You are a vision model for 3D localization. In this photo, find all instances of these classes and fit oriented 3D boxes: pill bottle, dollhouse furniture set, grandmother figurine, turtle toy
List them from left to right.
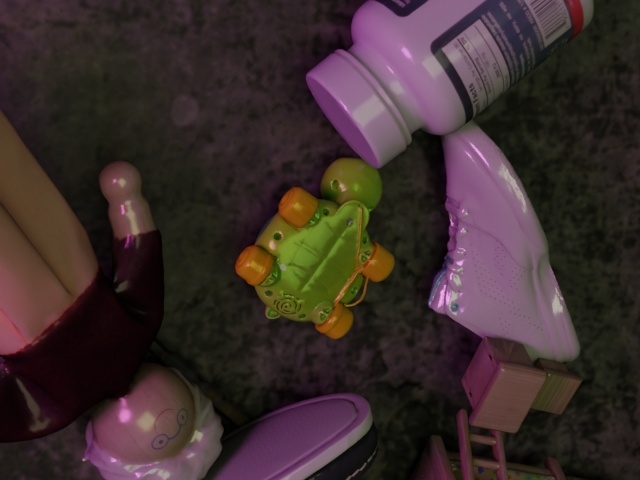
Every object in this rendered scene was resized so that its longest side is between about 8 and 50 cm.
[{"bbox_3d":[-0.172,0.044,0.777,0.208,0.104,0.342,-41,125,-9],"label":"grandmother figurine"},{"bbox_3d":[0.000,0.000,0.872,0.095,0.066,0.130,36,89,-20],"label":"turtle toy"},{"bbox_3d":[0.083,-0.135,0.846,0.180,0.108,0.108,-38,110,-6],"label":"pill bottle"},{"bbox_3d":[0.182,0.173,0.918,0.181,0.101,0.161,12,120,-18],"label":"dollhouse furniture set"}]

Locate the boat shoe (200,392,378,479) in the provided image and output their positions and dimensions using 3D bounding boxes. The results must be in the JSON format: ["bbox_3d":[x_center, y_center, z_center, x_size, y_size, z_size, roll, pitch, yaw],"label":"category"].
[{"bbox_3d":[-0.082,0.214,0.875,0.302,0.114,0.091,-30,106,4],"label":"boat shoe"}]

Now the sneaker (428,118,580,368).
[{"bbox_3d":[0.115,0.014,0.910,0.094,0.080,0.212,-23,109,1],"label":"sneaker"}]
